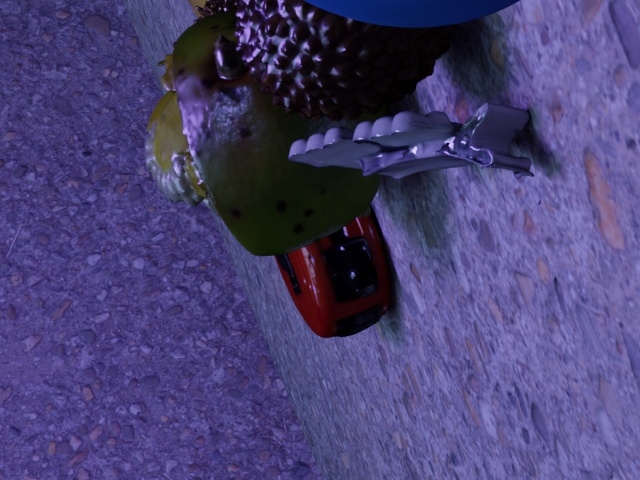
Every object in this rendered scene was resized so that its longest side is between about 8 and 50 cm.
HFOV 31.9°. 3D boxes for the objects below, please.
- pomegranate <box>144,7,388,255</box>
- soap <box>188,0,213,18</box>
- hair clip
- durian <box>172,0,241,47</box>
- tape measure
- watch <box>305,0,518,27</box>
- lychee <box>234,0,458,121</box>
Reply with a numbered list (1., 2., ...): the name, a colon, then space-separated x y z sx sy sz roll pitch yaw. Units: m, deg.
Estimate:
1. pomegranate: -0.037 -0.106 1.185 0.340 0.260 0.260 28 -147 -60
2. soap: -0.161 -0.417 1.485 0.427 0.115 0.306 71 174 -76
3. hair clip: 0.083 -0.071 0.918 0.220 0.140 0.054 -5 84 58
4. durian: -0.097 -0.216 1.331 0.167 0.196 0.196 48 157 35
5. tape measure: 0.000 0.000 1.464 0.253 0.114 0.261 132 117 -78
6. watch: 0.015 -0.243 0.504 0.241 0.305 0.275 141 116 -79
7. lychee: 0.014 -0.182 0.904 0.188 0.188 0.188 160 90 -79
